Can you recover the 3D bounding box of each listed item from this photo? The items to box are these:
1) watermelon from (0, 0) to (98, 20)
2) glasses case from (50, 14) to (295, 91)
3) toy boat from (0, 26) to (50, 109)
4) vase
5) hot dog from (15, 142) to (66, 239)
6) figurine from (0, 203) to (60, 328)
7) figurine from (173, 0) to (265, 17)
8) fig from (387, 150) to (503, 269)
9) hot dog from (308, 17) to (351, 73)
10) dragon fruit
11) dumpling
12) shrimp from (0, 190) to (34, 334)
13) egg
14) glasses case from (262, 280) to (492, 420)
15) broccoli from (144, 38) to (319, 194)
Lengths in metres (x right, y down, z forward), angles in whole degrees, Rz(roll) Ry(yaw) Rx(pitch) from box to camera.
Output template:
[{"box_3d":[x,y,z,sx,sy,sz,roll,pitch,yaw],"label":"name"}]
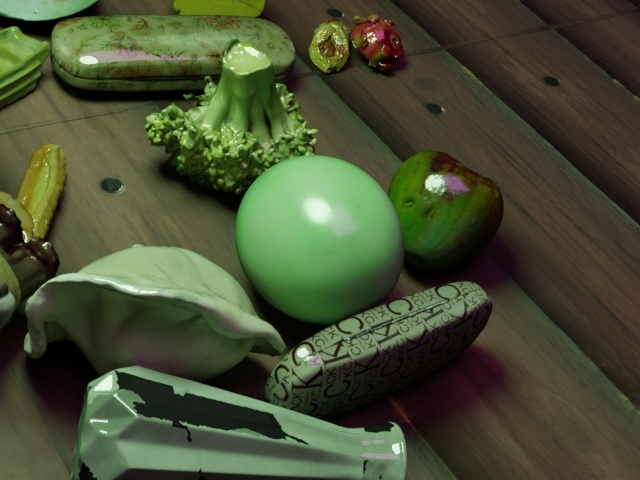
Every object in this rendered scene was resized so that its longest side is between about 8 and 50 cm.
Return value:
[{"box_3d":[-0.499,-0.518,1.696,0.320,0.213,0.289,11,39,9],"label":"watermelon"},{"box_3d":[-0.247,-0.324,1.664,0.425,0.098,0.156,-6,45,-25],"label":"glasses case"},{"box_3d":[-0.545,-0.248,1.494,0.111,0.084,0.276,30,40,16],"label":"toy boat"},{"box_3d":[-0.089,0.240,1.088,0.360,0.165,0.165,10,42,-15],"label":"vase"},{"box_3d":[-0.395,-0.057,1.365,0.066,0.047,0.215,-19,41,13],"label":"hot dog"},{"box_3d":[-0.441,0.083,1.055,0.218,0.206,0.365,49,55,-5],"label":"figurine"},{"box_3d":[-0.234,-0.552,1.900,0.187,0.168,0.315,-10,39,-14],"label":"figurine"},{"box_3d":[0.185,-0.042,1.477,0.181,0.181,0.191,30,67,13],"label":"fig"},{"box_3d":[0.021,-0.387,1.855,0.078,0.061,0.169,12,42,-6],"label":"hot dog"},{"box_3d":[0.119,-0.388,1.867,0.112,0.068,0.126,26,43,-30],"label":"dragon fruit"},{"box_3d":[-0.193,0.076,1.158,0.318,0.243,0.187,1,67,-11],"label":"dumpling"},{"box_3d":[-0.432,0.020,1.256,0.133,0.053,0.236,-15,54,-20],"label":"shrimp"},{"box_3d":[0.000,0.000,1.310,0.220,0.220,0.270,-10,31,-28],"label":"egg"},{"box_3d":[0.082,0.144,1.256,0.355,0.137,0.085,-17,54,-34],"label":"glasses case"},{"box_3d":[-0.129,-0.204,1.470,0.263,0.243,0.247,8,56,-4],"label":"broccoli"}]
